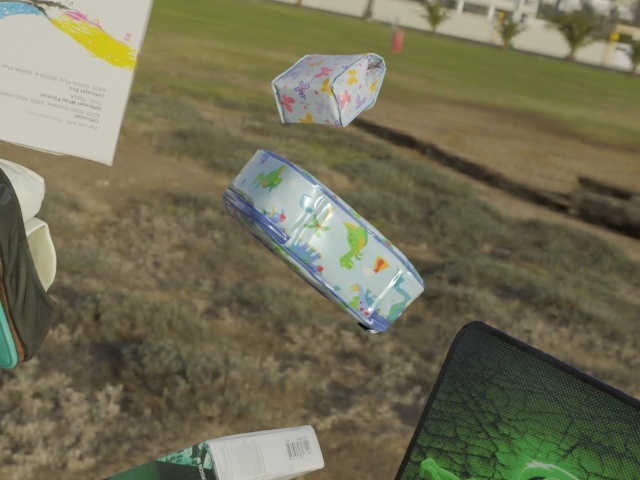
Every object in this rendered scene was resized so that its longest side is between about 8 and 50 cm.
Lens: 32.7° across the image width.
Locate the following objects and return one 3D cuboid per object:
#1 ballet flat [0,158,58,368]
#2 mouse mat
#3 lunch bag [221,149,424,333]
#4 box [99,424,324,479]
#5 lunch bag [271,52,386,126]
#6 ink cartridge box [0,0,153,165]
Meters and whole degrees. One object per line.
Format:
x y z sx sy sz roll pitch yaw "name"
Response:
-0.280 -0.007 0.929 0.095 0.280 0.096 25 53 18 "ballet flat"
0.098 0.133 0.481 0.007 0.152 0.190 19 5 -41 "mouse mat"
0.000 0.000 1.190 0.219 0.090 0.176 41 -2 -25 "lunch bag"
-0.187 0.287 1.229 0.322 0.058 0.232 -25 -16 22 "box"
0.011 -0.136 0.960 0.071 0.053 0.083 6 38 34 "lunch bag"
-0.223 -0.212 0.906 0.168 0.232 0.171 13 26 -12 "ink cartridge box"
